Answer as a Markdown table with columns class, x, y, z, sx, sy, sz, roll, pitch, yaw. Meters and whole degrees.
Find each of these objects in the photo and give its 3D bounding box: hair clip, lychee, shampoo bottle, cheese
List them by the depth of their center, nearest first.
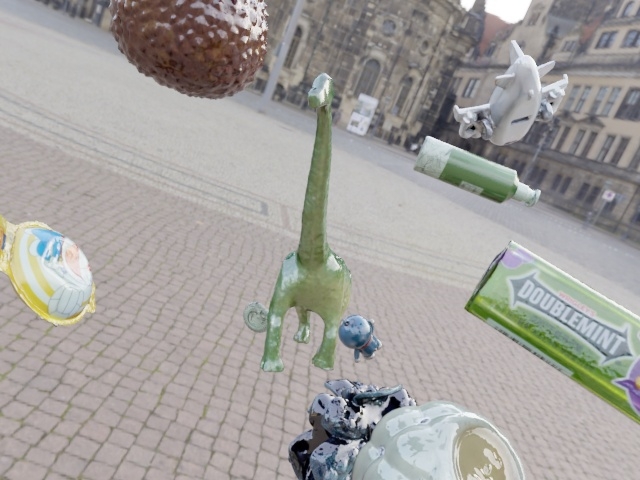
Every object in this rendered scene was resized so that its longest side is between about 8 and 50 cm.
| class | x | y | z | sx | sy | sz | roll | pitch | yaw |
| --- | --- | --- | --- | --- | --- | --- | --- | --- | --- |
| cheese | -0.427 | 0.033 | 0.761 | 0.270 | 0.069 | 0.176 | 55 | 14 | -53 |
| lychee | -0.203 | -0.362 | 0.839 | 0.261 | 0.260 | 0.260 | 21 | 14 | -5 |
| shampoo bottle | 0.258 | -0.106 | 0.842 | 0.205 | 0.065 | 0.065 | 22 | 14 | 5 |
| hair clip | 0.092 | 0.394 | 1.062 | 0.311 | 0.206 | 0.195 | 3 | -13 | -33 |

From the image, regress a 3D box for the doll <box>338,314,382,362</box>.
| class | x | y | z | sx | sy | sz | roll | pitch | yaw |
| --- | --- | --- | --- | --- | --- | --- | --- | --- | --- |
| doll | 0.100 | 0.247 | 1.321 | 0.086 | 0.114 | 0.152 | 22 | -20 | 50 |

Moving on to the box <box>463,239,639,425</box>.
| class | x | y | z | sx | sy | sz | roll | pitch | yaw |
| --- | --- | --- | --- | --- | --- | --- | --- | --- | --- |
| box | 0.388 | 0.143 | 0.742 | 0.346 | 0.134 | 0.097 | 35 | 4 | 19 |

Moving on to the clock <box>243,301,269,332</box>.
| class | x | y | z | sx | sy | sz | roll | pitch | yaw |
| --- | --- | --- | --- | --- | --- | --- | --- | --- | --- |
| clock | -0.145 | 0.178 | 1.176 | 0.074 | 0.083 | 0.010 | 44 | 33 | 4 |

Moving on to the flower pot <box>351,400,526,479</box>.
| class | x | y | z | sx | sy | sz | roll | pitch | yaw |
| --- | --- | --- | --- | --- | --- | --- | --- | --- | --- |
| flower pot | 0.171 | 0.353 | 0.735 | 0.246 | 0.195 | 0.246 | 21 | 46 | -23 |

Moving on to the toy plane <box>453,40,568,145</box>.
| class | x | y | z | sx | sy | sz | roll | pitch | yaw |
| --- | --- | --- | --- | --- | --- | --- | --- | --- | --- |
| toy plane | 0.400 | -0.293 | 1.076 | 0.245 | 0.245 | 0.117 | 8 | 55 | -43 |

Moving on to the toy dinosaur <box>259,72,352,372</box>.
| class | x | y | z | sx | sy | sz | roll | pitch | yaw |
| --- | --- | --- | --- | --- | --- | --- | --- | --- | --- |
| toy dinosaur | 0.000 | 0.000 | 0.620 | 0.087 | 0.300 | 0.447 | 7 | 5 | 7 |
